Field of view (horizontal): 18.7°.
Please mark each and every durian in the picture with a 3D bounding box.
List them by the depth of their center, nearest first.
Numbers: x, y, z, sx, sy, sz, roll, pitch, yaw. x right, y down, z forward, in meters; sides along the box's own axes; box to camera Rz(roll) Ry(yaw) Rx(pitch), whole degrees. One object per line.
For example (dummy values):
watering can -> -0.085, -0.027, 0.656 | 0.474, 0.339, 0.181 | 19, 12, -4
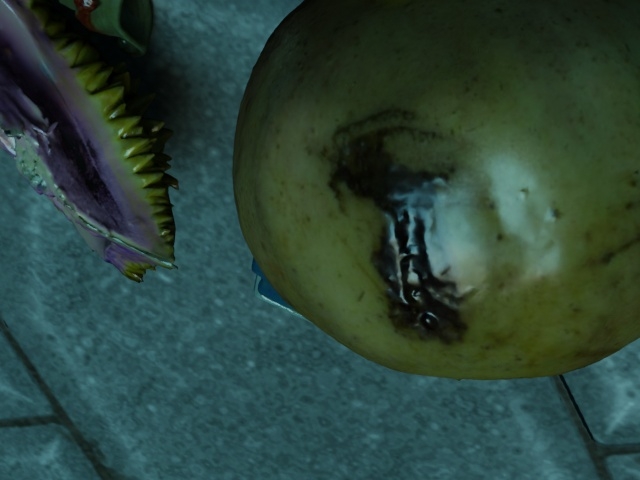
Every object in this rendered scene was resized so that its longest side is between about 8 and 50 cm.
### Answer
durian -> -0.205, -0.116, 1.422 | 0.341, 0.112, 0.191 | 49, 176, -2

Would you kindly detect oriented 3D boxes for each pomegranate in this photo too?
pomegranate -> 0.104, -0.055, 1.200 | 0.322, 0.322, 0.322 | 13, 135, 14

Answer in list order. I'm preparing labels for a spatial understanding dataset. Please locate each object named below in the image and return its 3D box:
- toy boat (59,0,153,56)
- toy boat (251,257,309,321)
toy boat -> -0.141, -0.192, 1.344 | 0.071, 0.089, 0.185 | 12, 147, -6
toy boat -> 0.000, 0.000, 1.446 | 0.088, 0.102, 0.215 | 24, 136, -1
